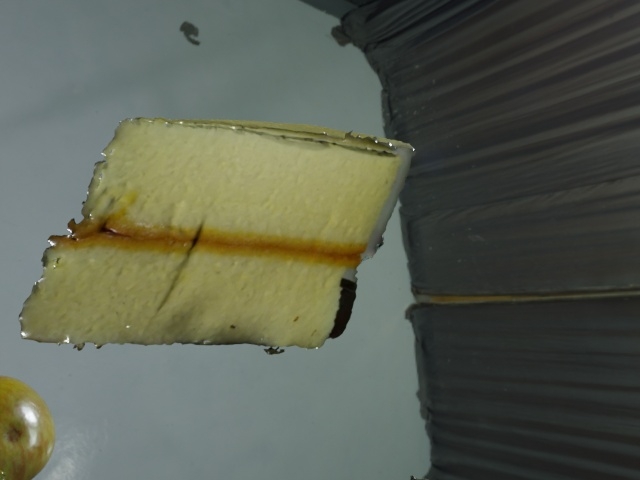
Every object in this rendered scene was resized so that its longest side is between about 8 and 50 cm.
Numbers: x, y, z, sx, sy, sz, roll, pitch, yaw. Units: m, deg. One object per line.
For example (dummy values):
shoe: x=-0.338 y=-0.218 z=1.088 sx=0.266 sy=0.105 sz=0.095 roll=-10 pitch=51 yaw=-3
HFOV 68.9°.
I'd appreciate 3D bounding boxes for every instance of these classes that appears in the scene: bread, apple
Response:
bread: x=-0.115 y=-0.005 z=0.620 sx=0.405 sy=0.242 sz=0.345 roll=-4 pitch=113 yaw=-52
apple: x=-0.713 y=0.420 z=0.986 sx=0.264 sy=0.264 sz=0.264 roll=10 pitch=75 yaw=-43

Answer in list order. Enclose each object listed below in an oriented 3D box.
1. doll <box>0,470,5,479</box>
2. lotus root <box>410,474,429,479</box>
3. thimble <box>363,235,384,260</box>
doll: x=-0.244 y=0.404 z=0.515 sx=0.094 sy=0.160 sz=0.365 roll=-31 pitch=110 yaw=-3
lotus root: x=0.102 y=0.288 z=0.415 sx=0.088 sy=0.088 sz=0.165 roll=53 pitch=22 yaw=-23
thimble: x=0.000 y=0.000 z=0.852 sx=0.185 sy=0.211 sz=0.149 roll=-25 pitch=76 yaw=-44
